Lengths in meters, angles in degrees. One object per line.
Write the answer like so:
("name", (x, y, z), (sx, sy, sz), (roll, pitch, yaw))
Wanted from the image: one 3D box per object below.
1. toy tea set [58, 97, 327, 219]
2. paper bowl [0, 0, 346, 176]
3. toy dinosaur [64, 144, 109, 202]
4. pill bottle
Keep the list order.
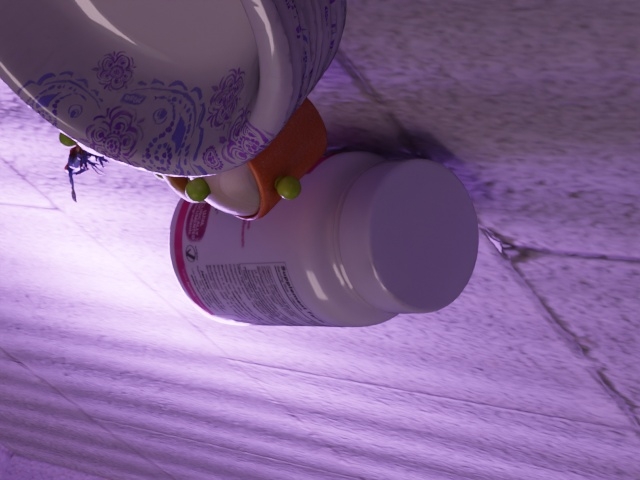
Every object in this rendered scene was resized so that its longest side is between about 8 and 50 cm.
("toy tea set", (-0.135, -0.099, 1.272), (0.200, 0.124, 0.336), (58, 151, -10))
("paper bowl", (-0.115, -0.195, 1.023), (0.284, 0.148, 0.284), (22, 143, 18))
("toy dinosaur", (-0.266, -0.091, 1.647), (0.082, 0.047, 0.090), (10, 121, 54))
("pill bottle", (0.000, 0.000, 1.374), (0.283, 0.160, 0.160), (-3, 145, 49))
